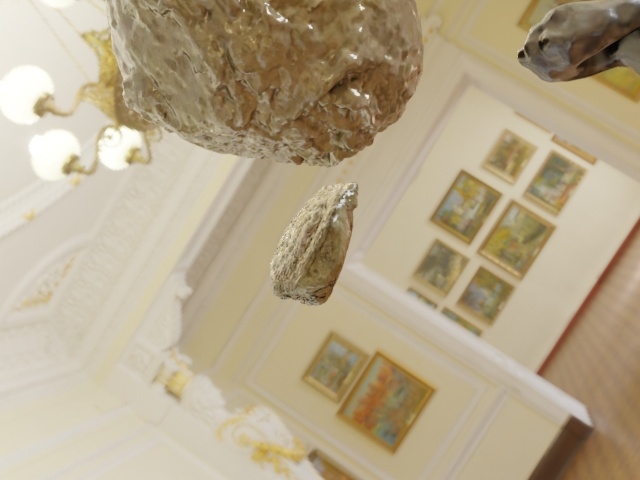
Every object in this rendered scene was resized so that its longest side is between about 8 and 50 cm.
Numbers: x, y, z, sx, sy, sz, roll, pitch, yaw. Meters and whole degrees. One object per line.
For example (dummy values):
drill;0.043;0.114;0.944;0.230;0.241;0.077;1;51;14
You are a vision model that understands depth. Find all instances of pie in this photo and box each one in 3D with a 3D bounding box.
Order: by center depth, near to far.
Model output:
pie;0.000;0.000;1.083;0.163;0.079;0.193;-56;14;37

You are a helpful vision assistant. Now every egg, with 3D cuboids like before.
egg;-0.056;-0.199;0.788;0.279;0.310;0.279;-42;-34;-37

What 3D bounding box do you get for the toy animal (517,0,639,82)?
toy animal;0.312;-0.199;0.590;0.302;0.194;0.344;-16;-8;-5
